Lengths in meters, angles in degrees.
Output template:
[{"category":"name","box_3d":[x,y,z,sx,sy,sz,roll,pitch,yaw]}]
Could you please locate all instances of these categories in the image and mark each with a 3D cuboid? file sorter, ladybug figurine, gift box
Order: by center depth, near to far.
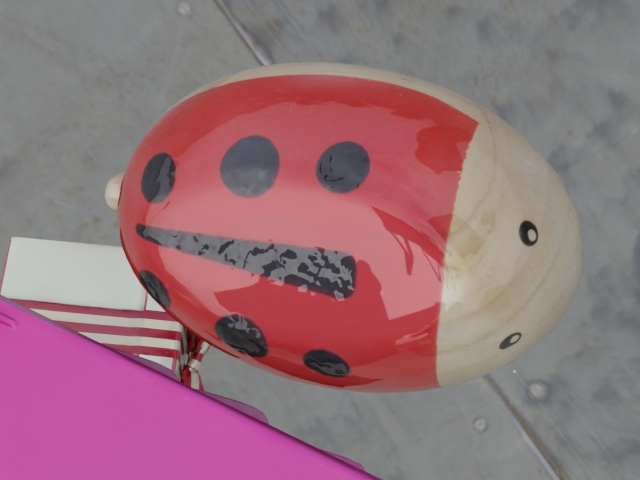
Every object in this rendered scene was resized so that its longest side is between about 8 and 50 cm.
[{"category":"file sorter","box_3d":[-0.045,0.174,0.506,0.291,0.182,0.202,20,85,33]},{"category":"ladybug figurine","box_3d":[0.000,0.000,1.013,0.449,0.162,0.305,7,108,19]},{"category":"gift box","box_3d":[-0.267,0.142,1.467,0.258,0.276,0.255,5,72,-1]}]
